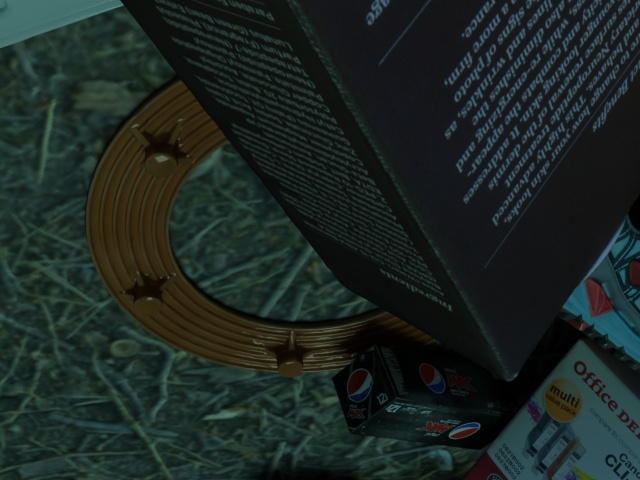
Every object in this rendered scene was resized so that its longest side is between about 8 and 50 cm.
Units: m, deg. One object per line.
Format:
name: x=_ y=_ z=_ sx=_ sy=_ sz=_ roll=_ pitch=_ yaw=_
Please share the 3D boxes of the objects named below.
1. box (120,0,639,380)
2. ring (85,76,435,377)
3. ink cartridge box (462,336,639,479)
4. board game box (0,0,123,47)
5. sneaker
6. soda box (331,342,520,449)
box: x=0.040 y=-0.116 z=0.423 sx=0.191 sy=0.143 sz=0.381 roll=-52 pitch=140 yaw=-13
ring: x=0.000 y=0.000 z=0.698 sx=0.336 sy=0.032 sz=0.337 roll=-4 pitch=135 yaw=-4
ink cartridge box: x=0.237 y=0.179 z=0.800 sx=0.127 sy=0.128 sz=0.176 roll=2 pitch=128 yaw=-46
board game box: x=-0.224 y=-0.250 z=0.399 sx=0.389 sy=0.050 sz=0.390 roll=-17 pitch=135 yaw=8
sneaker: x=0.225 y=0.015 z=0.691 sx=0.125 sy=0.104 sz=0.262 roll=-50 pitch=139 yaw=10
soda box: x=0.093 y=0.133 z=0.805 sx=0.168 sy=0.053 sz=0.060 roll=17 pitch=132 yaw=-40
